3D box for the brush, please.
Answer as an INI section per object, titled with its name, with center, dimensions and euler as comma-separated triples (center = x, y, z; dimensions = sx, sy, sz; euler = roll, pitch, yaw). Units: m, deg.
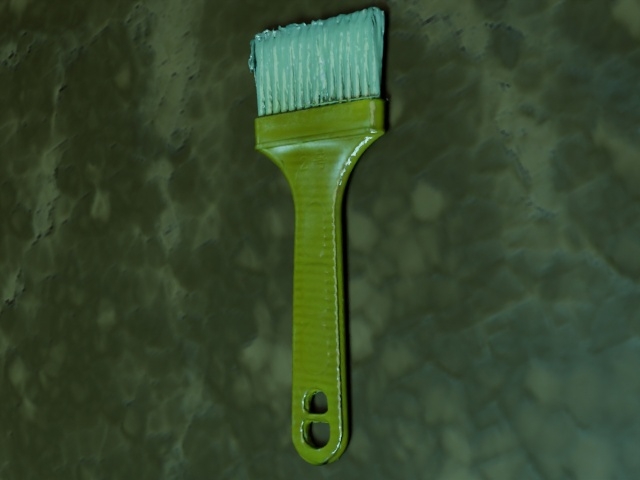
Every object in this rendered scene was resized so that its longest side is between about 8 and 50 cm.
[brush]
center = 0.000, 0.000, 0.702
dimensions = 0.082, 0.010, 0.218
euler = -3, 87, 39
